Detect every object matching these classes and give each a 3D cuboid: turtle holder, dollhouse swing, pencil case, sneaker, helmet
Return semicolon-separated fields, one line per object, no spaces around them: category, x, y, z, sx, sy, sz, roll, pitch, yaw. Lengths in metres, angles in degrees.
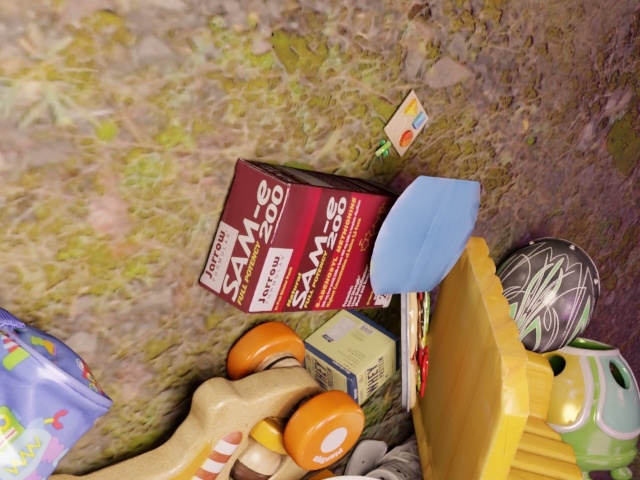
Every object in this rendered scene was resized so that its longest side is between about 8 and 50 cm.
turtle holder;0.409;0.286;1.507;0.320;0.243;0.227;6;96;-18
dollhouse swing;0.264;0.210;1.047;0.315;0.347;0.305;17;121;-14
pencil case;-0.287;0.180;0.585;0.306;0.119;0.133;-49;133;-18
sneaker;0.161;0.324;1.253;0.366;0.137;0.210;-49;147;-12
helmet;0.330;0.083;1.286;0.169;0.169;0.161;-57;162;-7

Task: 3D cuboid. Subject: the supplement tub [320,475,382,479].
supplement tub;0.017;0.422;0.957;0.241;0.241;0.331;-37;155;-32

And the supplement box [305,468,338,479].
supplement box;-0.008;0.361;1.149;0.062;0.036;0.098;-17;126;-46

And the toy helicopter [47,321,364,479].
toy helicopter;-0.138;0.235;0.846;0.355;0.140;0.235;-11;132;-36

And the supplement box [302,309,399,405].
supplement box;0.034;0.135;1.003;0.083;0.083;0.056;-36;140;-31

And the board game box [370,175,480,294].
board game box;0.100;-0.010;0.909;0.169;0.033;0.133;0;116;-48

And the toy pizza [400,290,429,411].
toy pizza;0.111;0.101;1.026;0.201;0.032;0.201;0;90;-85

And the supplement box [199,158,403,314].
supplement box;0.000;0.000;0.874;0.239;0.073;0.130;2;110;-53

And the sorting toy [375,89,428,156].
sorting toy;0.091;-0.119;0.963;0.083;0.012;0.062;-55;146;-11
